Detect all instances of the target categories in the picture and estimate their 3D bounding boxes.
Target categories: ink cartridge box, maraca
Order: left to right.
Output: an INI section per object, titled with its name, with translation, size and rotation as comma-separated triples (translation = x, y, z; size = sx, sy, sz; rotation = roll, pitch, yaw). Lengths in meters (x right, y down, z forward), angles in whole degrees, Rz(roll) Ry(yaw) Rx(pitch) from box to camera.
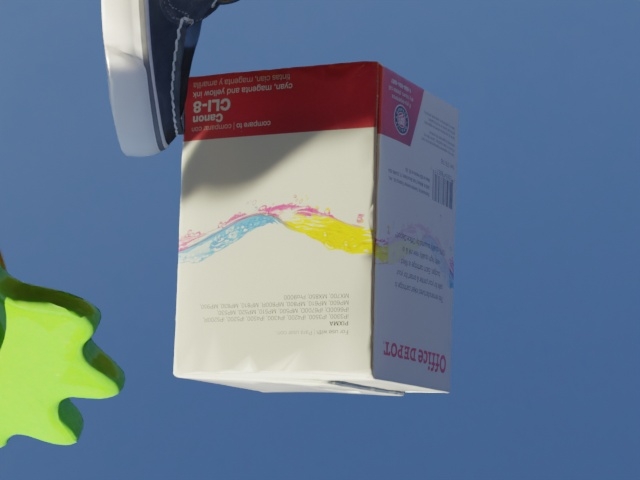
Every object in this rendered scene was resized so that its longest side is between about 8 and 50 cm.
[maraca]
translation = -0.161, 0.019, 0.661
size = 0.185, 0.127, 0.099
rotation = 30, -130, -12
[ink cartridge box]
translation = 0.000, 0.000, 1.043
size = 0.127, 0.128, 0.176
rotation = -2, -100, 24

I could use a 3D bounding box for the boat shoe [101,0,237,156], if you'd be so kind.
[boat shoe]
translation = -0.062, -0.145, 0.836
size = 0.076, 0.229, 0.080
rotation = 1, -157, -2
